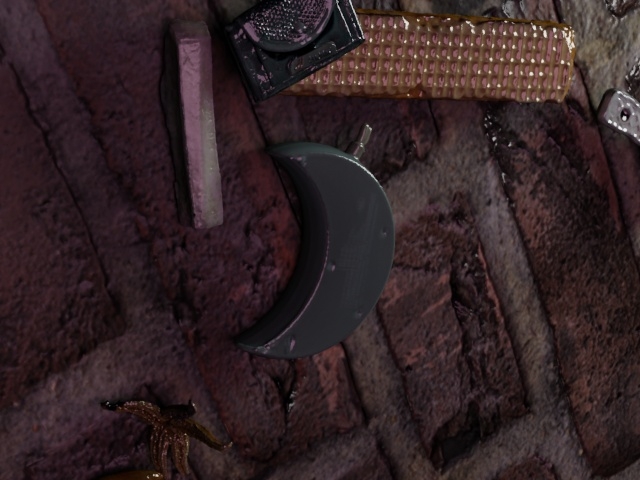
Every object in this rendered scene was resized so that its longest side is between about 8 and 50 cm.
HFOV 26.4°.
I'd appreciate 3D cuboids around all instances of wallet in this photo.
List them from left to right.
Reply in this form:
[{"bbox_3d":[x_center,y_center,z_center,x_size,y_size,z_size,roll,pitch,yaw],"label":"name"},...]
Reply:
[{"bbox_3d":[-0.022,-0.194,1.282,0.129,0.026,0.088,-32,118,-18],"label":"wallet"}]

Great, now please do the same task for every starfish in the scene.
[{"bbox_3d":[-0.158,0.180,1.362,0.130,0.041,0.133,32,129,-15],"label":"starfish"}]

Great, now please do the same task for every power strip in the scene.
[{"bbox_3d":[0.000,0.000,1.403,0.167,0.054,0.253,5,101,-35],"label":"power strip"}]

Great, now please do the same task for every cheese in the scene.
[{"bbox_3d":[0.412,-0.121,1.622,0.235,0.050,0.127,26,91,-35],"label":"cheese"}]

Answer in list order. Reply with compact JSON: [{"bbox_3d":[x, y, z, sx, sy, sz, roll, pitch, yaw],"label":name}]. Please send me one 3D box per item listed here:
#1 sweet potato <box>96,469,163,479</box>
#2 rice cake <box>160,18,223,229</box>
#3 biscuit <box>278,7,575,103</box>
[{"bbox_3d":[-0.202,0.247,1.361,0.095,0.034,0.034,-20,114,-21],"label":"sweet potato"},{"bbox_3d":[-0.121,-0.110,1.308,0.047,0.036,0.207,-19,113,-39],"label":"rice cake"},{"bbox_3d":[0.111,-0.190,1.414,0.378,0.054,0.094,-3,105,-31],"label":"biscuit"}]
